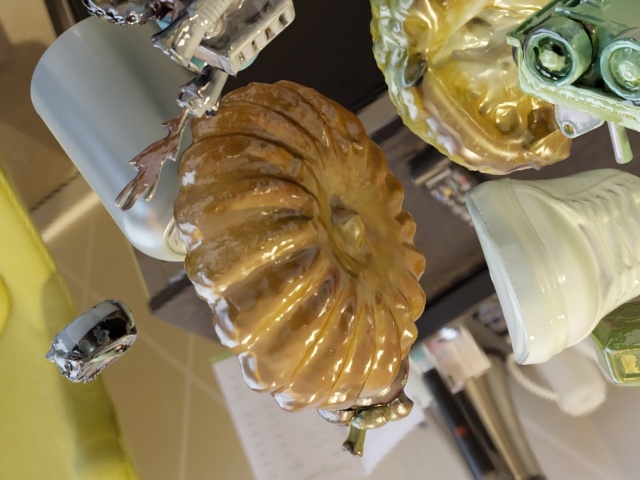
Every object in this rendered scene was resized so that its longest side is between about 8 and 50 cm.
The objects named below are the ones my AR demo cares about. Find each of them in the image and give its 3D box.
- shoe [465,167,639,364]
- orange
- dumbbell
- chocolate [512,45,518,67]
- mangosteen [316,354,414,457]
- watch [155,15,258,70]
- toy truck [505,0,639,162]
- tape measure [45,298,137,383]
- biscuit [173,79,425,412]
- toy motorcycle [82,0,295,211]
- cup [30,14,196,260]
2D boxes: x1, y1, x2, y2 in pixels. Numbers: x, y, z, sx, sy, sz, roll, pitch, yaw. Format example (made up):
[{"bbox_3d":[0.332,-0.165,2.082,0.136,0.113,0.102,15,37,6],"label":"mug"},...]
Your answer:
[{"bbox_3d":[0.147,-0.001,0.632,0.110,0.095,0.265,-16,-178,10],"label":"shoe"},{"bbox_3d":[0.167,-0.261,1.255,0.270,0.210,0.369,-23,126,-27],"label":"orange"},{"bbox_3d":[0.410,0.218,1.346,0.121,0.302,0.108,-12,-163,30],"label":"dumbbell"},{"bbox_3d":[0.243,-0.165,1.006,0.072,0.167,0.072,-20,117,-45],"label":"chocolate"},{"bbox_3d":[0.058,0.201,1.690,0.172,0.172,0.184,-29,112,5],"label":"mangosteen"},{"bbox_3d":[-0.176,-0.347,1.805,0.210,0.211,0.193,-11,169,-22],"label":"watch"},{"bbox_3d":[0.268,-0.097,0.784,0.128,0.259,0.135,-39,134,-34],"label":"toy truck"},{"bbox_3d":[-0.219,0.099,1.111,0.091,0.054,0.094,-39,170,-12],"label":"tape measure"},{"bbox_3d":[0.000,0.000,1.082,0.107,0.326,0.325,-16,156,34],"label":"biscuit"},{"bbox_3d":[-0.074,-0.213,0.876,0.401,0.207,0.134,-61,172,-9],"label":"toy motorcycle"},{"bbox_3d":[-0.222,-0.131,1.505,0.205,0.312,0.205,-30,153,-17],"label":"cup"}]
